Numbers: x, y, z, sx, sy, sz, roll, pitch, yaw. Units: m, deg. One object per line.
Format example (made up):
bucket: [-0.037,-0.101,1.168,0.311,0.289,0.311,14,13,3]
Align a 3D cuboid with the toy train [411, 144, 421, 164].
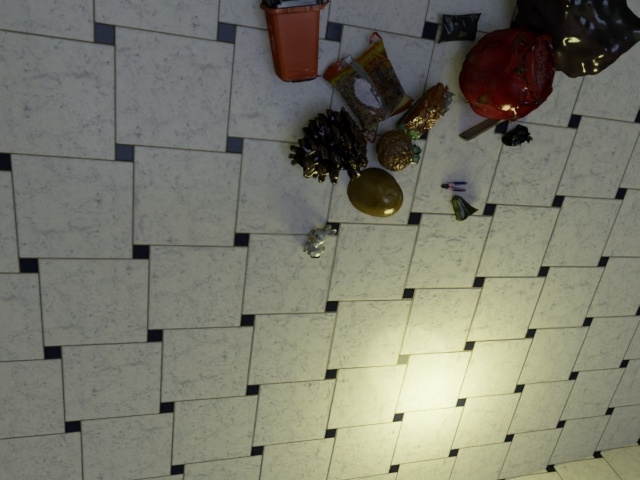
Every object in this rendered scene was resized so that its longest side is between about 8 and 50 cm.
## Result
toy train: [0.290,-0.315,1.755,0.148,0.038,0.070,10,109,-21]

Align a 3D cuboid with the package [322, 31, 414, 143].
package: [0.173,-0.488,1.600,0.223,0.108,0.288,-40,118,-2]

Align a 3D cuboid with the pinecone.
pinecone: [0.038,-0.290,1.583,0.257,0.243,0.243,-30,124,31]

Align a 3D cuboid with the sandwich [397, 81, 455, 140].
sandwich: [0.361,-0.427,1.663,0.109,0.160,0.185,43,86,-10]

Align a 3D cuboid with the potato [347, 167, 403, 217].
potato: [0.211,-0.154,1.739,0.178,0.158,0.203,-43,115,2]

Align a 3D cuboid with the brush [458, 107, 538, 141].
brush: [0.658,-0.439,1.813,0.321,0.060,0.050,-29,130,-5]

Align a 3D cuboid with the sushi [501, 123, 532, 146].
sushi: [0.734,-0.386,1.846,0.083,0.084,0.056,-22,118,-6]

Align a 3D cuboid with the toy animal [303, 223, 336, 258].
toy animal: [-0.006,-0.001,1.778,0.085,0.071,0.124,11,109,-22]

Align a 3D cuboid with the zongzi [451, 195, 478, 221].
zongzi: [0.566,-0.141,1.925,0.113,0.052,0.104,-27,114,-20]

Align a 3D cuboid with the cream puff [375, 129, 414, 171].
cream puff: [0.257,-0.299,1.672,0.126,0.103,0.143,-14,121,-8]

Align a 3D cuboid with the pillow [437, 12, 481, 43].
pillow: [0.460,-0.700,1.633,0.150,0.048,0.090,-10,113,-17]

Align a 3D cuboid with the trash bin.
trash bin: [-0.065,-0.600,1.450,0.185,0.161,0.238,-13,124,-12]

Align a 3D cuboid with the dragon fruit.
dragon fruit: [0.610,-0.542,1.617,0.296,0.302,0.295,-7,110,-20]

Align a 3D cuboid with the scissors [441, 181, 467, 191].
scissors: [0.510,-0.206,1.892,0.113,0.012,0.039,-2,113,-18]

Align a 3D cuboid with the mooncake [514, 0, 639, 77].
mooncake: [0.799,-0.703,1.569,0.212,0.350,0.381,-44,97,-3]
